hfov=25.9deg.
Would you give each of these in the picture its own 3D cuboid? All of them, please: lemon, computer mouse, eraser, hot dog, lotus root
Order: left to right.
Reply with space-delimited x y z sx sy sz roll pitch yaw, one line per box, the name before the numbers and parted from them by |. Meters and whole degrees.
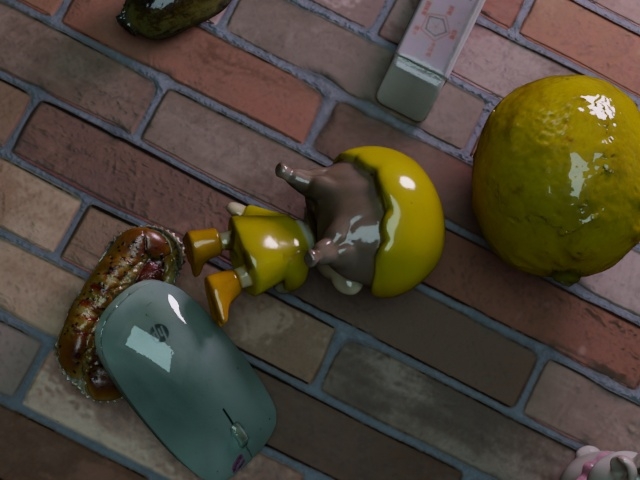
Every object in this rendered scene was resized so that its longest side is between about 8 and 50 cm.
hot dog | -0.268 0.094 1.881 0.131 0.069 0.253 26 77 -8
lotus root | -0.203 -0.341 1.966 0.179 0.080 0.089 -25 83 -11
computer mouse | -0.172 0.181 1.826 0.159 0.097 0.288 -44 101 -24
eraser | 0.189 -0.343 2.017 0.089 0.061 0.352 26 77 1
lemon | 0.328 -0.089 1.887 0.260 0.260 0.284 17 92 -2

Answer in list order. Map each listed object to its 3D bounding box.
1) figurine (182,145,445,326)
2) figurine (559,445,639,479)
figurine | 0.000 0.000 1.865 0.343 0.187 0.215 -19 71 -12
figurine | 0.393 0.341 1.815 0.127 0.235 0.155 0 79 -5
